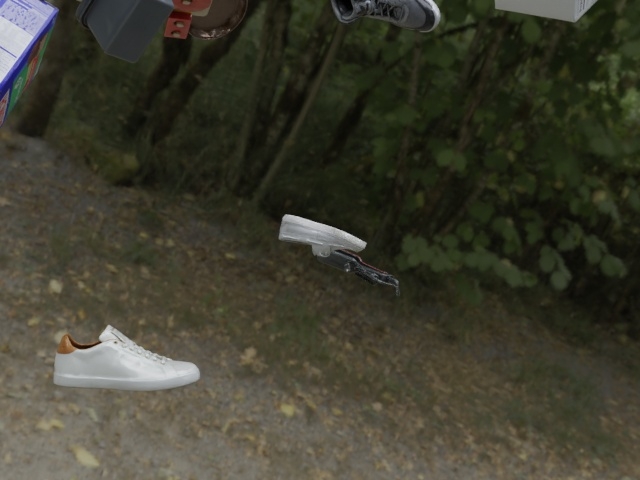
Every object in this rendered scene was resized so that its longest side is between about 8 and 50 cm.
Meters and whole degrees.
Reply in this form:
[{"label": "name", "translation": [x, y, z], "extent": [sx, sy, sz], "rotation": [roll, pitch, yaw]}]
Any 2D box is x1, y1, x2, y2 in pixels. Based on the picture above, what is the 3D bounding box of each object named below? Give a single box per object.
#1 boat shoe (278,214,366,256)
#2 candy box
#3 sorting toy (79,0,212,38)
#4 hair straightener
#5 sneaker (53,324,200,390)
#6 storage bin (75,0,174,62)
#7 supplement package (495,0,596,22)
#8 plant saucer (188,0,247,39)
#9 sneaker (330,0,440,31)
[{"label": "boat shoe", "translation": [0.000, 0.000, 1.652], "extent": [0.184, 0.063, 0.066], "rotation": [17, -3, 15]}, {"label": "candy box", "translation": [-0.725, -0.364, 1.839], "extent": [0.122, 0.268, 0.317], "rotation": [30, 55, -14]}, {"label": "sorting toy", "translation": [-0.320, -0.463, 1.537], "extent": [0.257, 0.090, 0.255], "rotation": [3, -10, -16]}, {"label": "hair straightener", "translation": [0.085, 0.074, 1.941], "extent": [0.230, 0.047, 0.089], "rotation": [29, 23, 25]}, {"label": "sneaker", "translation": [-0.386, 0.236, 1.675], "extent": [0.289, 0.123, 0.106], "rotation": [4, 0, -11]}, {"label": "storage bin", "translation": [-0.258, -0.313, 1.143], "extent": [0.098, 0.135, 0.091], "rotation": [12, 40, -48]}, {"label": "supplement package", "translation": [0.378, -0.451, 1.251], "extent": [0.139, 0.134, 0.244], "rotation": [22, 51, 34]}, {"label": "plant saucer", "translation": [-0.258, -0.563, 2.017], "extent": [0.168, 0.168, 0.029], "rotation": [2, 45, -45]}, {"label": "sneaker", "translation": [0.127, -0.521, 1.860], "extent": [0.268, 0.101, 0.153], "rotation": [29, 45, 10]}]
